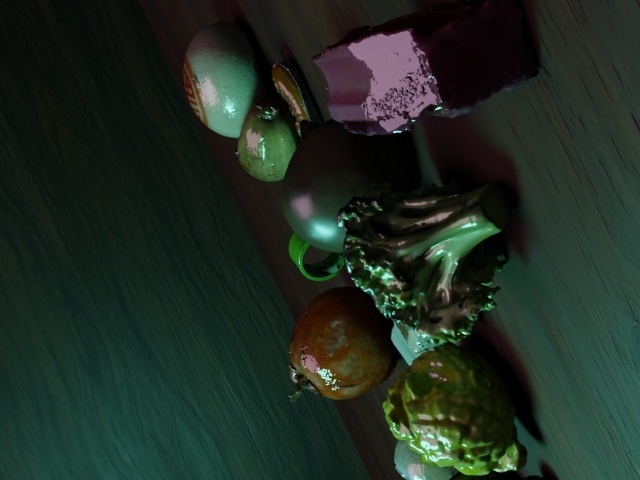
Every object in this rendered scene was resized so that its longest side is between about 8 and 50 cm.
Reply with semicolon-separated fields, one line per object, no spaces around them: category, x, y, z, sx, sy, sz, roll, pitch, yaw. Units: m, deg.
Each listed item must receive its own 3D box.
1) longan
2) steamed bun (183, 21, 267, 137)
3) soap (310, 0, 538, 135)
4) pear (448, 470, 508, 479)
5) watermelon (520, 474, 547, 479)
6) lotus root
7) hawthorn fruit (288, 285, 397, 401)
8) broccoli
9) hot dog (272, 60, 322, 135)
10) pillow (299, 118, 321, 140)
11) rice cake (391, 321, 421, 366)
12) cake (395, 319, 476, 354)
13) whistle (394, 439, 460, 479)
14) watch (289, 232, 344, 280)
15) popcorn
longan;0.047;-0.090;1.415;0.215;0.246;0.246;50;167;4
steamed bun;-0.241;-0.383;2.048;0.283;0.177;0.283;161;90;-81
soap;0.101;-0.206;0.996;0.289;0.182;0.112;-151;41;-69
pear;0.360;0.592;1.637;0.238;0.164;0.255;33;154;49
watermelon;0.380;0.459;1.450;0.110;0.078;0.078;65;168;-4
lotus root;-0.123;-0.226;1.976;0.257;0.154;0.140;89;-175;-55
hawthorn fruit;0.034;0.274;2.025;0.276;0.307;0.276;43;157;24
broccoli;0.155;0.003;1.170;0.243;0.247;0.263;-35;37;47
hot dog;-0.050;-0.291;1.775;0.191;0.059;0.108;62;173;-1
pillow;0.006;-0.119;1.571;0.130;0.033;0.217;-3;-100;-66
rice cake;0.207;0.219;1.702;0.211;0.038;0.124;50;140;48
cake;0.179;0.092;1.390;0.134;0.135;0.147;83;163;-58
whistle;0.291;0.491;1.796;0.348;0.189;0.189;46;175;-22
watch;0.000;0.000;1.942;0.131;0.152;0.165;54;166;51
popcorn;0.240;0.307;1.452;0.251;0.206;0.237;45;150;4
